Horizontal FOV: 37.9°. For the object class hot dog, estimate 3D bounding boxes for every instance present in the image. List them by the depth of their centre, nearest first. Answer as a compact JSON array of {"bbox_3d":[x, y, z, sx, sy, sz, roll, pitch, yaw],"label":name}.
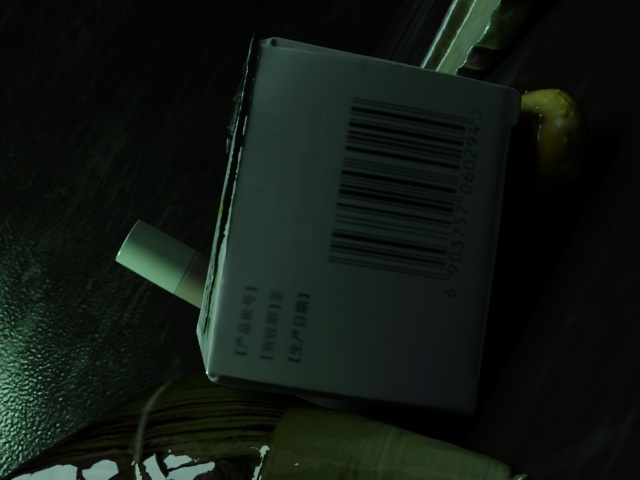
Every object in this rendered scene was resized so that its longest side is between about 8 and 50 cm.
[{"bbox_3d":[0.111,-0.046,0.574,0.215,0.047,0.066,136,131,-76],"label":"hot dog"}]

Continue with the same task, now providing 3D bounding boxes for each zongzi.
[{"bbox_3d":[-0.009,0.127,0.537,0.299,0.145,0.274,-21,3,20],"label":"zongzi"}]

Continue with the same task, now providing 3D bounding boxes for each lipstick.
[{"bbox_3d":[-0.161,0.062,1.319,0.070,0.254,0.070,-59,6,10],"label":"lipstick"}]

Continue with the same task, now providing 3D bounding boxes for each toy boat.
[{"bbox_3d":[0.177,-0.264,0.890,0.276,0.111,0.294,-167,94,-83],"label":"toy boat"}]

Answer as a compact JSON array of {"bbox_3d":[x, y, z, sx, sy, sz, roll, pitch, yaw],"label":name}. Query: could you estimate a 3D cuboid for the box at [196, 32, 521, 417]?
[{"bbox_3d":[0.000,0.000,0.611,0.333,0.145,0.173,167,114,-82],"label":"box"}]
